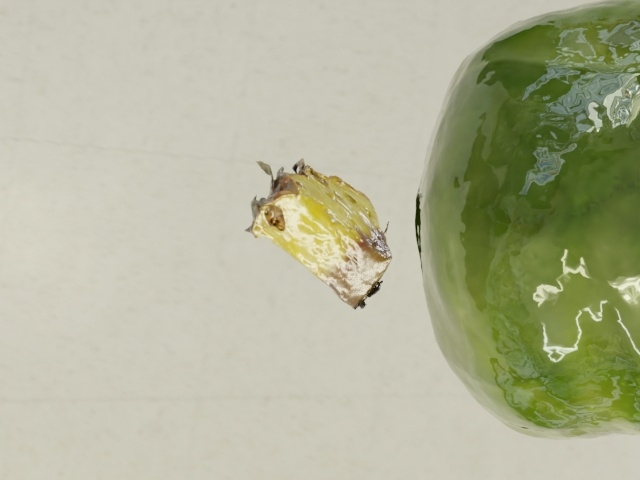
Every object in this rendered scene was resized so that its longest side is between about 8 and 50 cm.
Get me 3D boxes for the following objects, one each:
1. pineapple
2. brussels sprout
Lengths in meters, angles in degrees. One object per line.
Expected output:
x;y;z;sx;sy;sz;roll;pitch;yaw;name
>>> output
0.000;0.000;1.190;0.069;0.116;0.137;-52;156;15;pineapple
0.168;-0.004;0.814;0.271;0.210;0.219;42;43;-46;brussels sprout
